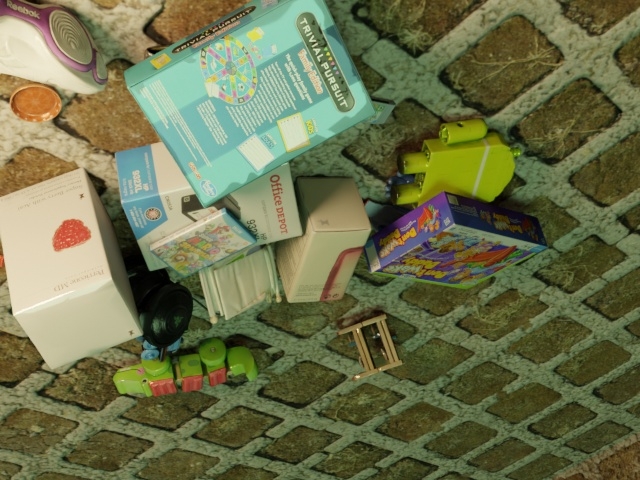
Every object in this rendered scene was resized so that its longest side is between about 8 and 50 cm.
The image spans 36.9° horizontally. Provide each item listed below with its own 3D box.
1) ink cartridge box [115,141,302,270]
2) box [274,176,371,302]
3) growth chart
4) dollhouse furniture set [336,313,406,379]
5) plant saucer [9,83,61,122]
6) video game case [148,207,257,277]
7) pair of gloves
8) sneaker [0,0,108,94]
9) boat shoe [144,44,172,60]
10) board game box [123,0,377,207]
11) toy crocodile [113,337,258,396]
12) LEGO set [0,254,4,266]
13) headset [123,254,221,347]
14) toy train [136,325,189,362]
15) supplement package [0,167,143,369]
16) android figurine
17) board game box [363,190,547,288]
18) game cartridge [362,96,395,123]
[{"bbox_3d":[-0.203,-0.085,1.797,0.307,0.129,0.223,-14,142,-3],"label":"ink cartridge box"},{"bbox_3d":[0.000,0.000,1.964,0.127,0.148,0.232,-2,141,-20],"label":"box"},{"bbox_3d":[-0.163,0.071,1.960,0.021,0.172,0.237,0,-169,37],"label":"growth chart"},{"bbox_3d":[0.129,0.267,2.404,0.129,0.129,0.184,-20,172,6],"label":"dollhouse furniture set"},{"bbox_3d":[-0.476,-0.231,1.606,0.083,0.013,0.083,-9,142,-8],"label":"plant saucer"},{"bbox_3d":[-0.217,0.007,1.788,0.166,0.015,0.119,-26,143,14],"label":"video game case"},{"bbox_3d":[0.172,-0.078,2.032,0.159,0.023,0.198,17,131,-36],"label":"pair of gloves"},{"bbox_3d":[-0.469,-0.304,1.462,0.305,0.114,0.152,27,139,-37],"label":"sneaker"},{"bbox_3d":[-0.216,-0.298,1.583,0.152,0.056,0.049,-7,147,-12],"label":"boat shoe"},{"bbox_3d":[-0.110,-0.242,1.574,0.336,0.079,0.253,-28,124,1],"label":"board game box"},{"bbox_3d":[-0.319,0.315,2.284,0.341,0.105,0.115,-9,142,-9],"label":"toy crocodile"},{"bbox_3d":[-0.650,0.001,1.806,0.182,0.060,0.244,-24,143,17],"label":"LEGO set"},{"bbox_3d":[-0.336,0.093,1.918,0.394,0.243,0.185,2,108,-32],"label":"headset"},{"bbox_3d":[-0.353,0.203,2.155,0.105,0.080,0.184,-7,142,-21],"label":"toy train"},{"bbox_3d":[-0.450,0.046,1.715,0.177,0.293,0.175,-21,139,-6],"label":"supplement package"},{"bbox_3d":[0.279,-0.140,1.946,0.273,0.056,0.248,-10,138,-16],"label":"android figurine"},{"bbox_3d":[0.292,0.008,2.061,0.347,0.078,0.233,11,147,-45],"label":"board game box"},{"bbox_3d":[0.094,-0.244,1.798,0.083,0.017,0.056,6,141,-26],"label":"game cartridge"}]
